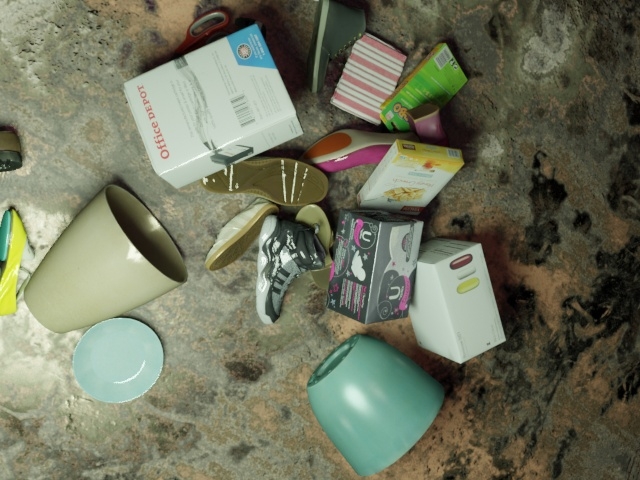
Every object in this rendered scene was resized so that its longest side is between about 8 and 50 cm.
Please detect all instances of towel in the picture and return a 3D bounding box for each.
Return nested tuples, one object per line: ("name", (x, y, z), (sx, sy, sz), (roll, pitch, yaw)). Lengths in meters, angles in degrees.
("towel", (0.120, -0.401, 1.595), (0.144, 0.029, 0.197), (22, 90, -20))

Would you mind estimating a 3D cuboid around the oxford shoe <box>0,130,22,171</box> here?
("oxford shoe", (-0.728, -0.187, 1.296), (0.227, 0.083, 0.096), (-5, 79, -20))

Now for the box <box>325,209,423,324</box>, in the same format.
("box", (0.133, 0.060, 1.543), (0.163, 0.142, 0.247), (-2, 105, -42))

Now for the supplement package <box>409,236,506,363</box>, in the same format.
("supplement package", (0.321, 0.144, 1.621), (0.145, 0.204, 0.262), (-22, 102, -19))

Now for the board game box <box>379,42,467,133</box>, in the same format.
("board game box", (0.257, -0.365, 1.628), (0.259, 0.039, 0.124), (-49, 122, -12))

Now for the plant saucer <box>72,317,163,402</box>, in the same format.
("plant saucer", (-0.456, 0.267, 1.449), (0.195, 0.037, 0.195), (-2, 96, -19))

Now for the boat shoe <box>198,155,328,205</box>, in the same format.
("boat shoe", (-0.132, -0.147, 1.485), (0.302, 0.098, 0.109), (4, 106, -15))

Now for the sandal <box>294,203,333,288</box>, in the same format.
("sandal", (-0.006, 0.001, 1.570), (0.088, 0.079, 0.240), (-8, 120, 11))

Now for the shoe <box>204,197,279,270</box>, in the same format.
("shoe", (-0.192, -0.016, 1.509), (0.219, 0.076, 0.058), (-44, 63, -8))

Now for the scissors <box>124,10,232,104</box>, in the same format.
("scissors", (-0.325, -0.412, 1.436), (0.297, 0.021, 0.109), (-29, 78, 0))

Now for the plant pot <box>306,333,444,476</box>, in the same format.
("plant pot", (0.110, 0.368, 1.540), (0.293, 0.293, 0.235), (-44, 92, -11))

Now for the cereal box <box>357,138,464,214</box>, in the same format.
("cereal box", (0.211, -0.145, 1.549), (0.173, 0.240, 0.047), (5, 59, -19))

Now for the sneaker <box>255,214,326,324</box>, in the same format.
("sneaker", (-0.067, 0.077, 1.497), (0.153, 0.101, 0.268), (5, 107, 4))

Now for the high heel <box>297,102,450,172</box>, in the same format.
("high heel", (0.135, -0.191, 1.568), (0.377, 0.127, 0.181), (-17, 128, 4))

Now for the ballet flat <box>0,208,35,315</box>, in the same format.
("ballet flat", (-0.646, 0.050, 1.349), (0.077, 0.077, 0.231), (11, 95, -41))

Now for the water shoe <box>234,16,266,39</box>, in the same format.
("water shoe", (-0.190, -0.409, 1.471), (0.080, 0.073, 0.203), (21, 89, 7))

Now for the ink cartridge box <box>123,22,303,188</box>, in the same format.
("ink cartridge box", (-0.221, -0.277, 1.351), (0.307, 0.129, 0.223), (-23, 78, 1))

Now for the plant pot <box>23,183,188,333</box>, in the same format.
("plant pot", (-0.464, 0.066, 1.337), (0.274, 0.256, 0.256), (-37, 107, 5))

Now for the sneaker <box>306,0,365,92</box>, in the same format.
("sneaker", (0.039, -0.454, 1.520), (0.118, 0.083, 0.222), (7, 99, -16))
